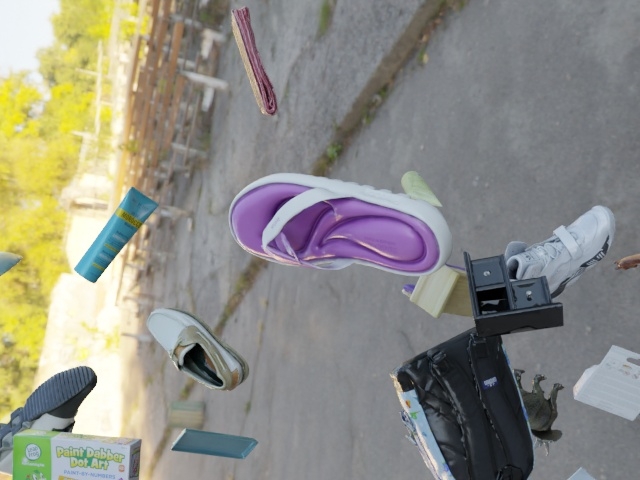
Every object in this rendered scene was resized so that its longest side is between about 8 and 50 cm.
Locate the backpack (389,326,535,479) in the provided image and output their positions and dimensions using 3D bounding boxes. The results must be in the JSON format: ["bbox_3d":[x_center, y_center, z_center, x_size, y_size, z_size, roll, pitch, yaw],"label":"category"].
[{"bbox_3d":[0.331,0.409,1.492,0.356,0.290,0.273,62,156,15],"label":"backpack"}]

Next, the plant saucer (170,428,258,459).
[{"bbox_3d":[-0.233,0.450,1.468,0.067,0.192,0.018,-51,38,23],"label":"plant saucer"}]

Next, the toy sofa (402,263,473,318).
[{"bbox_3d":[0.437,0.153,2.057,0.177,0.362,0.150,38,109,47],"label":"toy sofa"}]

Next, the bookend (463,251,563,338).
[{"bbox_3d":[0.360,0.090,1.245,0.072,0.157,0.156,64,-159,-48],"label":"bookend"}]

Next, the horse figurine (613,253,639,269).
[{"bbox_3d":[0.767,0.042,1.378,0.263,0.174,0.066,-167,79,-78],"label":"horse figurine"}]

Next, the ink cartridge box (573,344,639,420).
[{"bbox_3d":[0.675,0.311,1.487,0.045,0.145,0.179,-65,-6,-59],"label":"ink cartridge box"}]

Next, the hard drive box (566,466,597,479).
[{"bbox_3d":[0.578,0.666,1.497,0.232,0.181,0.089,-41,15,-2],"label":"hard drive box"}]

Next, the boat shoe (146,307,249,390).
[{"bbox_3d":[-0.320,0.265,1.647,0.113,0.302,0.103,-65,-17,14],"label":"boat shoe"}]

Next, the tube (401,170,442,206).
[{"bbox_3d":[0.254,-0.130,1.734,0.240,0.070,0.062,-94,-21,-73],"label":"tube"}]

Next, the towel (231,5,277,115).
[{"bbox_3d":[-0.156,-0.414,1.570,0.329,0.037,0.237,-123,15,-76],"label":"towel"}]

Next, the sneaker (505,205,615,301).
[{"bbox_3d":[0.683,0.036,1.934,0.366,0.210,0.137,-56,37,27],"label":"sneaker"}]

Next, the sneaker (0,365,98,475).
[{"bbox_3d":[-0.639,0.433,1.574,0.330,0.146,0.122,-39,34,1],"label":"sneaker"}]

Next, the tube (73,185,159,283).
[{"bbox_3d":[-0.419,-0.010,1.350,0.052,0.080,0.207,32,84,34],"label":"tube"}]

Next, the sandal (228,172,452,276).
[{"bbox_3d":[-0.005,-0.014,1.013,0.416,0.102,0.169,1,121,38],"label":"sandal"}]

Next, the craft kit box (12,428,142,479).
[{"bbox_3d":[-0.475,0.502,1.283,0.061,0.249,0.247,22,-111,-79],"label":"craft kit box"}]

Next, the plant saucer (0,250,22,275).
[{"bbox_3d":[-0.413,0.056,0.695,0.037,0.195,0.195,60,171,-17],"label":"plant saucer"}]

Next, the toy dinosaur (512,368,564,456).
[{"bbox_3d":[0.567,0.443,1.774,0.121,0.313,0.160,-16,42,43],"label":"toy dinosaur"}]
